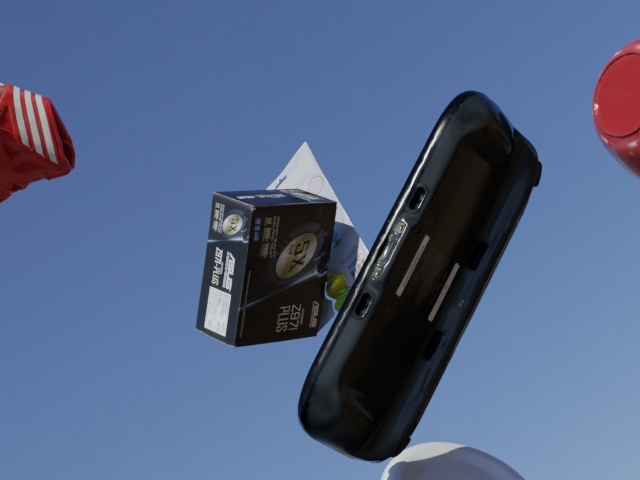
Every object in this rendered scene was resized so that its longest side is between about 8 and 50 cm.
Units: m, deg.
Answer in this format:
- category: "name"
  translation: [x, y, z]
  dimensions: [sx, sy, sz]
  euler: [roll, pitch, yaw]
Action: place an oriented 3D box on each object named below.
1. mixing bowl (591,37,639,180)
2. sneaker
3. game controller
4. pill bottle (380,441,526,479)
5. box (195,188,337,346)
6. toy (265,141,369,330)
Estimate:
- category: "mixing bowl"
  translation: [0.343, -0.140, 1.409]
  dimensions: [0.098, 0.181, 0.181]
  euler: [11, -42, -34]
- category: "sneaker"
  translation: [-0.311, -0.048, 1.351]
  dimensions: [0.128, 0.087, 0.221]
  euler: [12, -58, -13]
- category: "game controller"
  translation: [0.086, 0.034, 1.165]
  dimensions: [0.166, 0.067, 0.319]
  euler: [36, -101, -48]
- category: "pill bottle"
  translation: [0.099, 0.333, 1.297]
  dimensions: [0.153, 0.153, 0.265]
  euler: [-9, -52, -37]
- category: "box"
  translation: [-0.067, 0.032, 1.727]
  dimensions: [0.147, 0.077, 0.180]
  euler: [-4, -73, -45]
- category: "toy"
  translation: [0.000, 0.000, 1.845]
  dimensions: [0.056, 0.237, 0.137]
  euler: [17, -55, -40]
